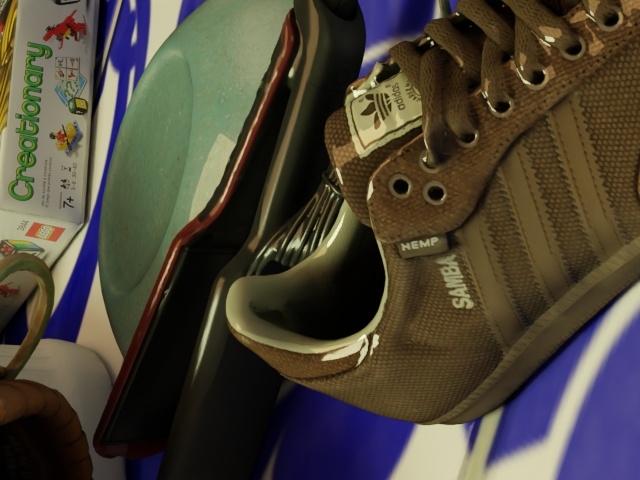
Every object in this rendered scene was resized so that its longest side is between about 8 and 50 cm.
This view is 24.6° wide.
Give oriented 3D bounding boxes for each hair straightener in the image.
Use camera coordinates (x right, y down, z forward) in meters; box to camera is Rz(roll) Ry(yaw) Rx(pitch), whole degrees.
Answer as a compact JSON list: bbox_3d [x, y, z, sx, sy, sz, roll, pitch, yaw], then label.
[{"bbox_3d":[0.000,0.000,0.468,0.089,0.047,0.230,42,113,39],"label":"hair straightener"}]

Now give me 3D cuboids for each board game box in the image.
[{"bbox_3d":[-0.216,-0.033,0.933,0.305,0.053,0.193,-43,41,52],"label":"board game box"}]

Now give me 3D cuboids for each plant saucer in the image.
[{"bbox_3d":[-0.054,-0.024,0.589,0.195,0.037,0.195,-44,39,51],"label":"plant saucer"}]

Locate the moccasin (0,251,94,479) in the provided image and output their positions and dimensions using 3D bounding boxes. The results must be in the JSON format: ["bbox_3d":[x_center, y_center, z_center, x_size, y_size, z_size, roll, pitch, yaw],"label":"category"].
[{"bbox_3d":[-0.124,0.095,0.477,0.380,0.147,0.139,32,145,48],"label":"moccasin"}]

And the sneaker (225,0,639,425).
[{"bbox_3d":[0.042,-0.022,0.328,0.188,0.071,0.066,-59,29,36],"label":"sneaker"}]

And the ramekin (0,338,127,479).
[{"bbox_3d":[-0.195,0.170,0.689,0.273,0.127,0.273,-44,40,52],"label":"ramekin"}]
